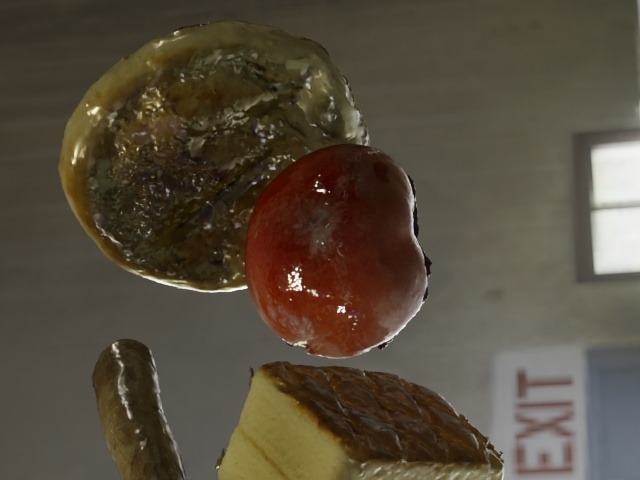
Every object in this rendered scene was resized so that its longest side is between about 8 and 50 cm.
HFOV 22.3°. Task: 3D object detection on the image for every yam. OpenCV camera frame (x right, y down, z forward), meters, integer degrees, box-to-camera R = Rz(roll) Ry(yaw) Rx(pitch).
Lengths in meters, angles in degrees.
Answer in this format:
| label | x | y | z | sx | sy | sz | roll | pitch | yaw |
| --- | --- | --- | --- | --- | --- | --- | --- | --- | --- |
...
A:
| label | x | y | z | sx | sy | sz | roll | pitch | yaw |
| --- | --- | --- | --- | --- | --- | --- | --- | --- | --- |
| yam | -0.180 | 0.253 | 1.700 | 0.356 | 0.081 | 0.081 | -109 | 2 | -46 |

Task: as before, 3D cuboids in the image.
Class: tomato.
| label | x | y | z | sx | sy | sz | roll | pitch | yaw |
| --- | --- | --- | --- | --- | --- | --- | --- | --- | --- |
| tomato | 0.000 | 0.000 | 1.640 | 0.112 | 0.199 | 0.228 | 43 | -150 | -62 |

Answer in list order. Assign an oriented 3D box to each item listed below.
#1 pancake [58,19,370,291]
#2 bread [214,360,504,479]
| label | x | y | z | sx | sy | sz | roll | pitch | yaw |
| --- | --- | --- | --- | --- | --- | --- | --- | --- | --- |
| pancake | -0.126 | -0.094 | 1.987 | 0.082 | 0.387 | 0.387 | -109 | 5 | -55 |
| bread | 0.055 | 0.304 | 2.134 | 0.279 | 0.279 | 0.207 | 36 | 112 | 54 |
